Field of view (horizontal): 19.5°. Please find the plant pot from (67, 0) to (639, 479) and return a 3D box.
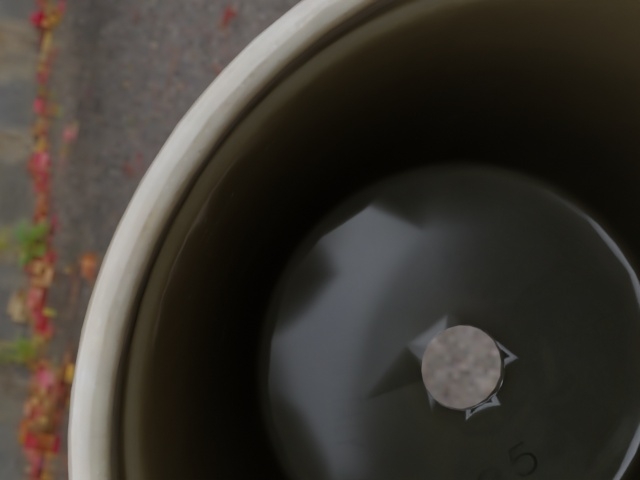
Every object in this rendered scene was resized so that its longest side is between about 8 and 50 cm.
[{"bbox_3d":[0.072,0.057,0.666,0.280,0.323,0.323,-164,87,-82],"label":"plant pot"}]
